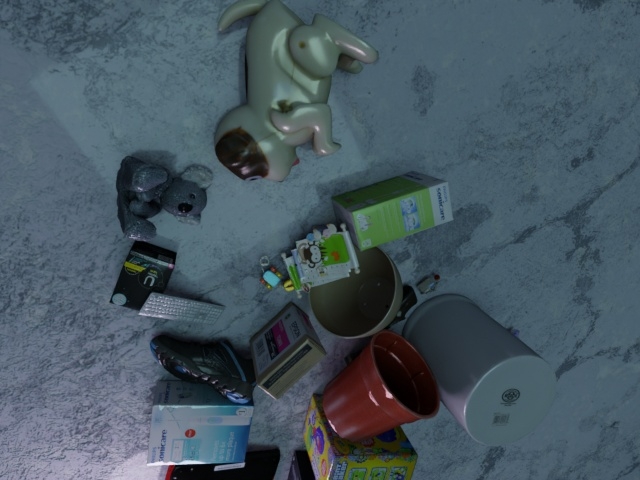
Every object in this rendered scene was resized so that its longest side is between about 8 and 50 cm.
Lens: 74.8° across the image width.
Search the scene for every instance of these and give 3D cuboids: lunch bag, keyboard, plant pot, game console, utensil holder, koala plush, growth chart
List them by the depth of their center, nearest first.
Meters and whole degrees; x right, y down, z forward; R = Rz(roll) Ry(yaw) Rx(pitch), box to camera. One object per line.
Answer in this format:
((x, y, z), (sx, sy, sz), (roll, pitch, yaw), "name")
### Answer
((-0.394, -0.119, 1.080), (0.221, 0.203, 0.196), (1, 117, -37), "koala plush")
((-0.383, 0.198, 1.186), (0.256, 0.014, 0.072), (25, 97, -50), "keyboard")
((-0.003, 0.056, 1.208), (0.237, 0.021, 0.172), (-24, 96, 23), "growth chart")
((0.163, 0.454, 1.252), (0.272, 0.272, 0.265), (33, 120, -22), "plant pot")
((0.000, 0.000, 1.257), (0.053, 0.071, 0.083), (-6, 109, -14), "lunch bag")
((0.132, 0.158, 1.263), (0.284, 0.284, 0.191), (-54, 144, 6), "plant pot")
((0.489, 0.394, 1.344), (0.327, 0.385, 0.327), (-4, 107, -14), "utensil holder")
((-0.347, 0.862, 1.410), (0.386, 0.060, 0.342), (10, 101, -32), "game console")

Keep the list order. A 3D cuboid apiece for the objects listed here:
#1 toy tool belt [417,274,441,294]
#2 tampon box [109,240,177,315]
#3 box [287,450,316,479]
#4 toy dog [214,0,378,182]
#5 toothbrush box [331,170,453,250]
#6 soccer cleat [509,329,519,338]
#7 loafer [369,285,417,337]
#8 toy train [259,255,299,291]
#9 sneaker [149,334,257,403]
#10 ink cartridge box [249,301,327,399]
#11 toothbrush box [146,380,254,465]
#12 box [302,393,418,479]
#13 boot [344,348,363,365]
((0.372, 0.151, 1.422), (0.083, 0.052, 0.051), (-36, 144, 2), "toy tool belt")
((-0.480, 0.100, 1.144), (0.120, 0.101, 0.161), (21, 101, -20), "tampon box")
((0.026, 0.935, 1.500), (0.296, 0.183, 0.294), (10, 103, -16), "box")
((-0.105, -0.332, 1.017), (0.395, 0.284, 0.408), (25, 101, -20), "toy dog")
((0.200, -0.094, 1.208), (0.283, 0.206, 0.122), (-20, 111, -9), "toothbrush box")
((0.757, 0.450, 1.599), (0.095, 0.083, 0.248), (-34, 110, -7), "soccer cleat")
((0.247, 0.253, 1.397), (0.220, 0.080, 0.078), (-45, 112, 2), "loafer")
((-0.105, 0.093, 1.277), (0.166, 0.046, 0.125), (3, 92, -11), "toy train")
((-0.345, 0.363, 1.269), (0.341, 0.139, 0.125), (29, 140, -7), "sneaker")
((-0.105, 0.316, 1.241), (0.193, 0.234, 0.088), (-44, 113, 1), "ink cartridge box")
((-0.373, 0.567, 1.309), (0.295, 0.126, 0.216), (8, 105, -16), "toothbrush box")
((0.116, 0.674, 1.384), (0.279, 0.290, 0.177), (8, 105, -18), "box")
((0.215, 0.450, 1.435), (0.178, 0.085, 0.236), (-36, 97, -3), "boot")
